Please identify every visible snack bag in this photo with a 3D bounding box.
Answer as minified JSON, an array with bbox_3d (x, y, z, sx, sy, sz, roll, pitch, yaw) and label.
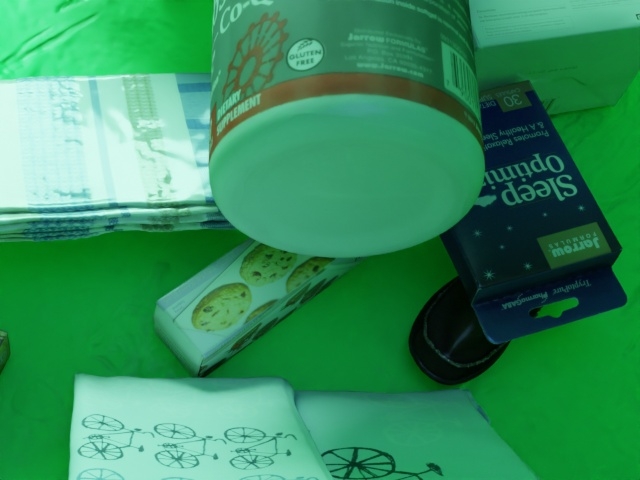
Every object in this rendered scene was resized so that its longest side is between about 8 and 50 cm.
[{"bbox_3d":[-0.006,0.152,0.889,0.343,0.323,0.037,3,99,-10],"label":"snack bag"}]

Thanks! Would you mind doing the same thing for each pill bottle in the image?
[{"bbox_3d":[0.016,-0.187,1.017,0.210,0.210,0.362,4,60,-9],"label":"pill bottle"}]

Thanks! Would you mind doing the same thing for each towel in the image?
[{"bbox_3d":[-0.194,-0.074,1.073,0.285,0.034,0.209,-5,43,-15],"label":"towel"}]

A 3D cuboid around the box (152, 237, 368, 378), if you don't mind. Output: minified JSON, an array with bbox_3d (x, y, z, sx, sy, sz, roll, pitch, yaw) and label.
[{"bbox_3d":[0.000,0.000,1.085,0.324,0.063,0.067,-35,74,-24],"label":"box"}]

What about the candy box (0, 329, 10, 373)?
[{"bbox_3d":[-0.328,0.138,0.959,0.109,0.053,0.186,22,63,1],"label":"candy box"}]

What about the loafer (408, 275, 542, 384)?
[{"bbox_3d":[0.161,0.036,1.089,0.080,0.078,0.220,42,64,11],"label":"loafer"}]

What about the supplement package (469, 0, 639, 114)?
[{"bbox_3d":[0.188,-0.237,1.190,0.194,0.149,0.203,-9,66,-15],"label":"supplement package"}]

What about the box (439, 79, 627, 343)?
[{"bbox_3d":[0.162,-0.030,1.064,0.136,0.036,0.225,-15,63,-16],"label":"box"}]
